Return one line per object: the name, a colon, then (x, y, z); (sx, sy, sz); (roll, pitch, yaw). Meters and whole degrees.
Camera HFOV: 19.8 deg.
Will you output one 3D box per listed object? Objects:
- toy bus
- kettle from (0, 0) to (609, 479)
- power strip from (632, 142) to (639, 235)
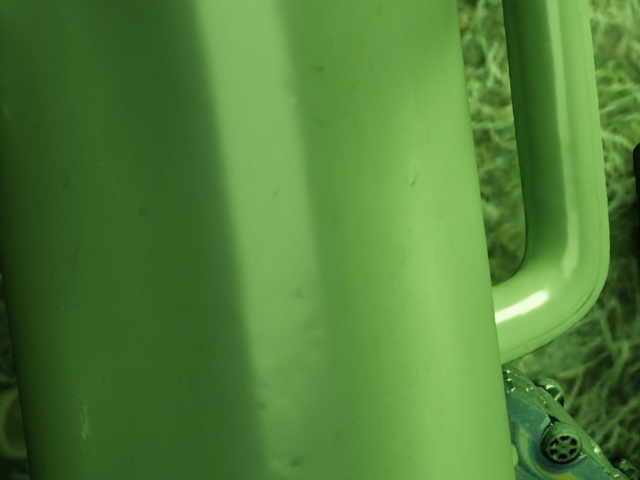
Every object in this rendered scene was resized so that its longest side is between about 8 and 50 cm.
toy bus: (0.120, 0.120, 0.906); (0.061, 0.051, 0.153); (-41, 115, 9)
kettle: (-0.003, 0.004, 0.743); (0.265, 0.205, 0.318); (-8, 105, 0)
power strip: (0.295, 0.047, 0.923); (0.251, 0.092, 0.257); (-14, 105, -11)
